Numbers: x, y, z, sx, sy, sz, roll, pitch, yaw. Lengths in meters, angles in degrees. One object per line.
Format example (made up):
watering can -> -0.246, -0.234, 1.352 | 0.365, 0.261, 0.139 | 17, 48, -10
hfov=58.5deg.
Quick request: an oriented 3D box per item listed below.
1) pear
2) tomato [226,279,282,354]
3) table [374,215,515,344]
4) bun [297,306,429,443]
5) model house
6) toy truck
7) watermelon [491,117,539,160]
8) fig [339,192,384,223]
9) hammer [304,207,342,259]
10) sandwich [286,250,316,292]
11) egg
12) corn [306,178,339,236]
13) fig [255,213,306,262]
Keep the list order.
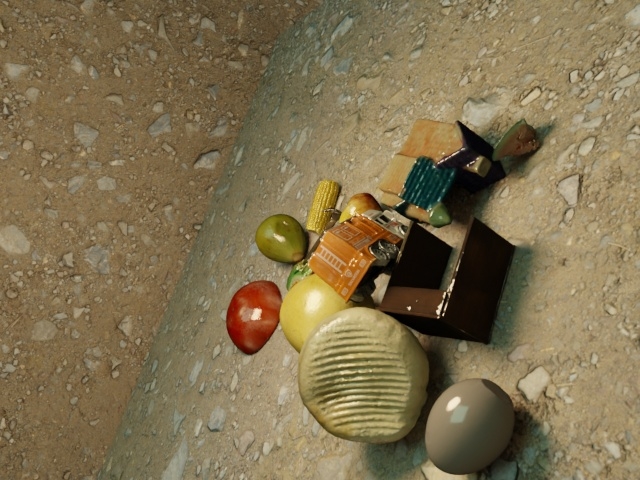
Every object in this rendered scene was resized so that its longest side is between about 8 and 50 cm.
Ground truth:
pear -> 0.022, 0.240, 1.785 | 0.309, 0.309, 0.309 | -38, 36, 35
tomato -> -0.309, 0.310, 2.427 | 0.338, 0.144, 0.338 | -41, 33, 35
table -> 0.334, 0.101, 1.532 | 0.251, 0.196, 0.282 | -2, 63, 58
bun -> 0.120, 0.356, 1.549 | 0.365, 0.365, 0.219 | -58, -12, 7
model house -> 0.372, -0.184, 1.694 | 0.280, 0.245, 0.312 | 25, 87, 53
toy truck -> 0.131, 0.025, 1.724 | 0.173, 0.207, 0.387 | -60, -16, 26
watermelon -> 0.541, -0.281, 1.595 | 0.155, 0.101, 0.080 | -24, 59, 6
fig -> 0.112, -0.049, 2.028 | 0.257, 0.159, 0.159 | -43, 31, 3
hammer -> 0.000, 0.000, 2.282 | 0.297, 0.125, 0.027 | -59, -7, 22
sandwich -> -0.046, 0.181, 2.035 | 0.250, 0.162, 0.301 | 55, -128, -79
egg -> 0.329, 0.422, 1.282 | 0.232, 0.176, 0.176 | -63, 28, 14
corn -> 0.008, -0.137, 2.359 | 0.093, 0.093, 0.244 | -11, 56, 54
fig -> -0.153, -0.008, 2.396 | 0.230, 0.207, 0.207 | 8, 71, 39
